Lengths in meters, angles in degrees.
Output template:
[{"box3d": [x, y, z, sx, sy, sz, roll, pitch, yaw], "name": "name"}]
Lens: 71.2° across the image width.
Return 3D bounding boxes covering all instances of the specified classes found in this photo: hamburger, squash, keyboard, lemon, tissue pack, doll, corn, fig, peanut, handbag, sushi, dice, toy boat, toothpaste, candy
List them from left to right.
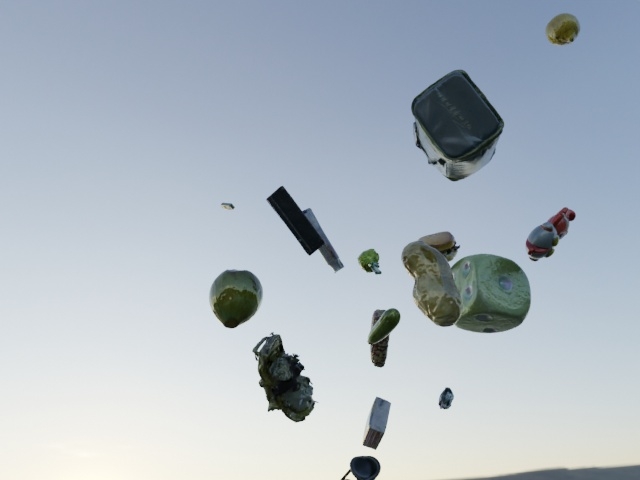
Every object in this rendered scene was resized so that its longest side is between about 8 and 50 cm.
[{"box3d": [-0.367, 0.258, 1.923, 0.239, 0.271, 0.239, 4, -40, 4], "name": "fig"}, {"box3d": [-0.114, 0.437, 1.389, 0.131, 0.139, 0.291, -14, -74, 33], "name": "sushi"}, {"box3d": [-0.076, -0.062, 1.398, 0.072, 0.231, 0.023, -39, -8, 13], "name": "keyboard"}, {"box3d": [0.000, 0.000, 2.044, 0.100, 0.323, 0.066, -28, -8, -33], "name": "toothpaste"}, {"box3d": [0.166, 0.079, 1.409, 0.073, 0.077, 0.262, -20, 6, 1], "name": "candy"}, {"box3d": [0.179, 0.591, 1.443, 0.060, 0.109, 0.148, 17, -44, 9], "name": "tissue pack"}, {"box3d": [0.289, 0.474, 2.163, 0.098, 0.098, 0.290, 1, -77, 0], "name": "corn"}, {"box3d": [0.227, 0.318, 1.630, 0.066, 0.066, 0.201, 13, -50, -25], "name": "squash"}, {"box3d": [0.357, 0.133, 1.441, 0.146, 0.306, 0.147, -9, -28, -5], "name": "peanut"}, {"box3d": [0.502, 0.042, 1.958, 0.181, 0.118, 0.191, -6, 13, 42], "name": "hamburger"}, {"box3d": [0.322, 0.402, 1.135, 0.038, 0.038, 0.083, -26, 2, 30], "name": "toy boat"}, {"box3d": [0.400, -0.328, 1.334, 0.222, 0.263, 0.241, -33, -17, 11], "name": "handbag"}, {"box3d": [0.652, 0.215, 1.767, 0.254, 0.252, 0.250, 15, -29, -10], "name": "dice"}, {"box3d": [0.882, -0.017, 1.722, 0.336, 0.105, 0.200, -25, -43, -36], "name": "doll"}, {"box3d": [0.525, -0.454, 0.967, 0.065, 0.092, 0.065, -3, -46, -4], "name": "lemon"}]

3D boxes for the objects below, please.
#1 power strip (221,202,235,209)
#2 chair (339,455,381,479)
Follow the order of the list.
[{"box3d": [-0.376, -0.139, 1.820, 0.083, 0.017, 0.027, 8, -35, 46], "name": "power strip"}, {"box3d": [0.103, 0.780, 1.437, 0.095, 0.104, 0.222, 24, -66, -9], "name": "chair"}]
